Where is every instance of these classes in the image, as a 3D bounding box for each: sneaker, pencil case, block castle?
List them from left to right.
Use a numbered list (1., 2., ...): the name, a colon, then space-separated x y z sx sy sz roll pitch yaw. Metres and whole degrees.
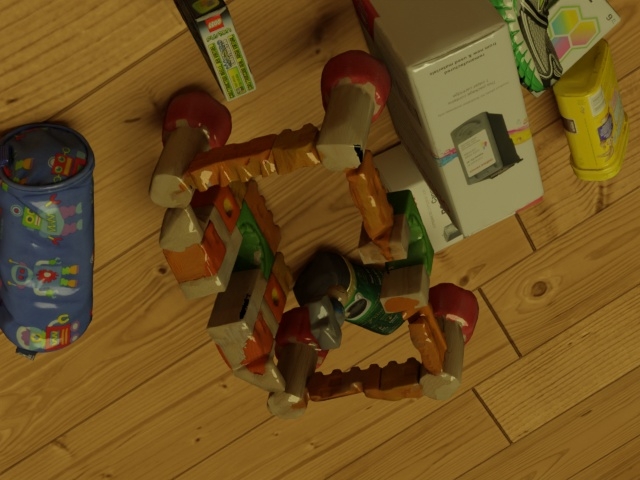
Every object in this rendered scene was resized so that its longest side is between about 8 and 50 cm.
1. pencil case: -0.346 0.004 1.471 0.133 0.119 0.306 -2 132 -15
2. block castle: 0.000 0.000 1.509 0.303 0.213 0.453 -11 126 20
3. sneaker: 0.247 -0.327 1.411 0.146 0.134 0.343 -19 128 2

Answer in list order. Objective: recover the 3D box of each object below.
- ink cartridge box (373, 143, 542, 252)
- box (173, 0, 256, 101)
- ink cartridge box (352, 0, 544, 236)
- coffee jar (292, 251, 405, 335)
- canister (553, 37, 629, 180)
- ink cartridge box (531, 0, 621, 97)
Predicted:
1. ink cartridge box: 0.194 -0.086 1.694 0.218 0.092 0.158 -25 138 -2
2. box: -0.130 -0.253 1.269 0.036 0.207 0.114 -25 137 -4
3. ink cartridge box: 0.154 -0.192 1.468 0.131 0.226 0.306 -27 139 0
4. coffee jar: 0.051 0.079 1.787 0.184 0.079 0.096 19 123 -41
5. canister: 0.382 -0.186 1.675 0.073 0.126 0.170 3 143 27
6. ink cartridge box: 0.324 -0.300 1.574 0.209 0.062 0.109 -43 136 15
